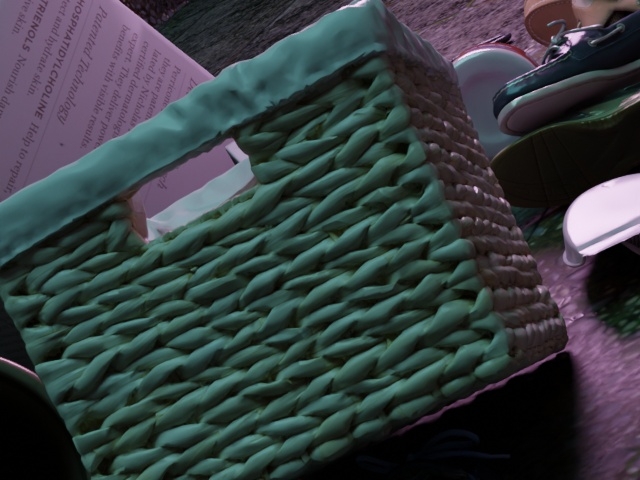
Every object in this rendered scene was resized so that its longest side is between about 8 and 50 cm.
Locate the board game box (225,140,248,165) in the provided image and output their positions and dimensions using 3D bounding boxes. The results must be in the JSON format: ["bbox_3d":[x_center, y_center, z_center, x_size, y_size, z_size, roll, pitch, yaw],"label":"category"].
[{"bbox_3d":[0.000,0.000,1.510,0.053,0.193,0.305,-33,17,-4],"label":"board game box"}]

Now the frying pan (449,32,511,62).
[{"bbox_3d":[0.093,-0.193,2.147,0.326,0.053,0.197,-25,19,32],"label":"frying pan"}]

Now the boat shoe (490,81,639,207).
[{"bbox_3d":[0.269,-0.096,1.522,0.223,0.080,0.073,-24,12,12],"label":"boat shoe"}]

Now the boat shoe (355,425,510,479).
[{"bbox_3d":[0.082,0.177,1.048,0.109,0.089,0.258,-31,17,3],"label":"boat shoe"}]

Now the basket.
[{"bbox_3d":[-0.017,0.030,1.158,0.328,0.266,0.331,-28,-8,13],"label":"basket"}]

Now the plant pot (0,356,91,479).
[{"bbox_3d":[-0.319,0.231,1.397,0.263,0.263,0.229,-35,-2,-9],"label":"plant pot"}]

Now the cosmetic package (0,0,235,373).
[{"bbox_3d":[-0.335,-0.074,1.790,0.329,0.394,0.327,-14,52,41],"label":"cosmetic package"}]

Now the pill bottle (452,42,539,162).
[{"bbox_3d":[0.186,-0.153,1.704,0.121,0.121,0.216,-29,5,11],"label":"pill bottle"}]

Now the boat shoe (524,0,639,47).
[{"bbox_3d":[0.334,-0.248,1.746,0.341,0.122,0.110,-2,54,59],"label":"boat shoe"}]

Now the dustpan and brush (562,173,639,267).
[{"bbox_3d":[0.258,-0.020,1.375,0.147,0.060,0.211,-23,22,-8],"label":"dustpan and brush"}]

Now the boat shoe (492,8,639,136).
[{"bbox_3d":[0.268,-0.178,1.559,0.254,0.079,0.095,-24,-17,-20],"label":"boat shoe"}]
